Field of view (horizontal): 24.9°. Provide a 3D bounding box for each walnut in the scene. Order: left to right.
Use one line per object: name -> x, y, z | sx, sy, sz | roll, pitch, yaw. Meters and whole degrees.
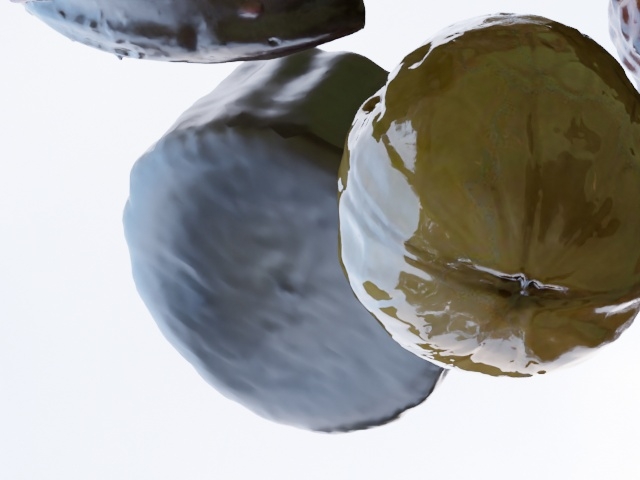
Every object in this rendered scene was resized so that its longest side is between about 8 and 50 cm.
walnut -> 0.103, -0.028, 0.813 | 0.195, 0.195, 0.222 | 45, -157, -11

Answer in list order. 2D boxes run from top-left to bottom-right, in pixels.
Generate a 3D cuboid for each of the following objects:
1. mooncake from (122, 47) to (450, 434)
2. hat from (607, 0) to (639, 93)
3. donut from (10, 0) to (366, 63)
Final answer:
mooncake -> 0.000, 0.000, 1.102 | 0.290, 0.290, 0.161 | 49, -136, -8
hat -> 0.281, -0.144, 0.959 | 0.285, 0.285, 0.400 | 35, -116, -17
donut -> -0.095, -0.258, 0.906 | 0.259, 0.136, 0.345 | -1, -129, 6
